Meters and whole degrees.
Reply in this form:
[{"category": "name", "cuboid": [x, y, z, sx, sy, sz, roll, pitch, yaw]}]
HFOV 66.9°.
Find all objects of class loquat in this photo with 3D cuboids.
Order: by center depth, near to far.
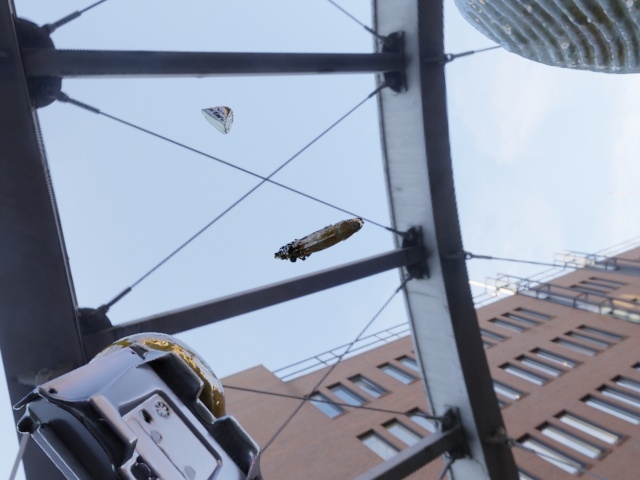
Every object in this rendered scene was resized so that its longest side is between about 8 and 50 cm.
[{"category": "loquat", "cuboid": [-0.303, 0.294, 0.830, 0.275, 0.275, 0.274, -6, -80, -32]}]

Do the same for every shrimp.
[{"category": "shrimp", "cuboid": [0.000, 0.000, 0.882, 0.184, 0.091, 0.043, -24, -83, -26]}]

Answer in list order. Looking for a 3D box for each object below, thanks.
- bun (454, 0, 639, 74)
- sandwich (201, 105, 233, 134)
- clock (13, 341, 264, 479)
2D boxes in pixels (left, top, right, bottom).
[{"category": "bun", "cuboid": [0.324, -0.320, 0.511, 0.362, 0.362, 0.211, 11, -90, -34]}, {"category": "sandwich", "cuboid": [-0.175, -0.219, 0.865, 0.044, 0.083, 0.030, -30, -39, -23]}, {"category": "clock", "cuboid": [-0.160, 0.219, 0.498, 0.083, 0.186, 0.253, -43, -94, 6]}]
